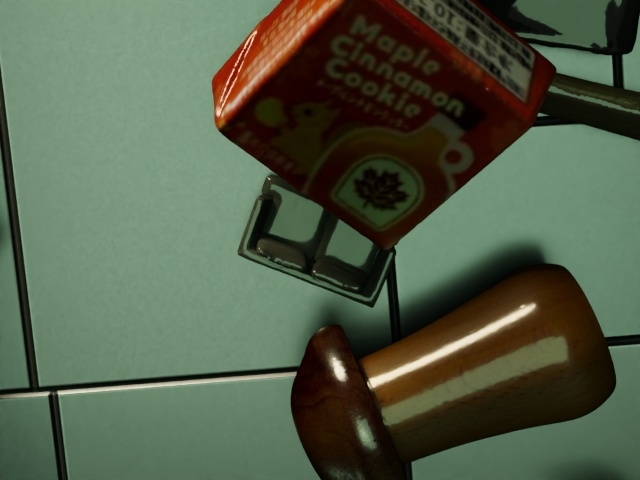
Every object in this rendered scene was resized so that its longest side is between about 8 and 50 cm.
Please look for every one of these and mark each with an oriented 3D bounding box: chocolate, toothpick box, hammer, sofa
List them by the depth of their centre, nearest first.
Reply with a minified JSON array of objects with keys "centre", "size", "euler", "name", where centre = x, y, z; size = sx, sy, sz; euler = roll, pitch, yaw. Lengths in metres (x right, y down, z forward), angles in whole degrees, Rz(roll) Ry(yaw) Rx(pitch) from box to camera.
[{"centre":[0.051,-0.130,1.211],"size":[0.237,0.108,0.235],"euler":[37,124,-18],"name":"chocolate"},{"centre":[0.184,-0.148,1.272],"size":[0.440,0.044,0.168],"euler":[15,129,-3],"name":"hammer"},{"centre":[0.119,0.138,1.277],"size":[0.294,0.192,0.192],"euler":[-23,97,-2],"name":"toothpick box"},{"centre":[0.000,0.000,1.317],"size":[0.147,0.060,0.085],"euler":[22,98,-2],"name":"sofa"}]

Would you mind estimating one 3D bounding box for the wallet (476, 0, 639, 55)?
[{"centre":[0.233,-0.372,1.262],"size":[0.197,0.051,0.377],"euler":[10,97,3],"name":"wallet"}]
